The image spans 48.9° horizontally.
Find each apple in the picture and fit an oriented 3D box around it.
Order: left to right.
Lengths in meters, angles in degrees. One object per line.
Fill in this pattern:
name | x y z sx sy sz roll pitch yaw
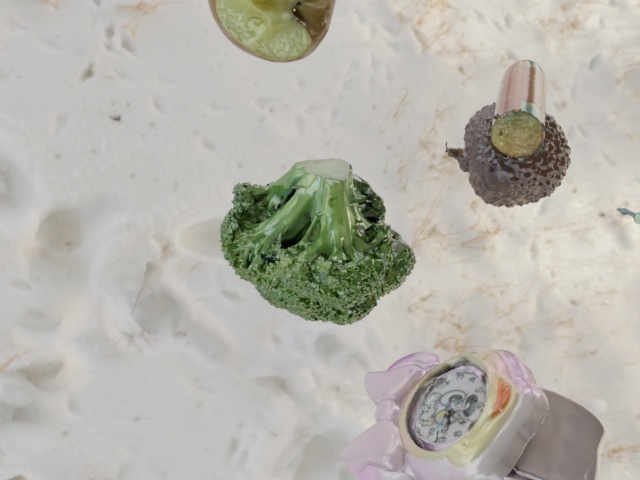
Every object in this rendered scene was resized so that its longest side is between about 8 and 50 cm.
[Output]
apple | -0.064 -0.356 0.996 0.173 0.195 0.160 12 40 3

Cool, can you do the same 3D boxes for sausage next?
sausage | 0.298 -0.205 1.041 0.083 0.083 0.264 38 35 -7

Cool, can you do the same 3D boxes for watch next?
watch | 0.182 0.249 0.794 0.217 0.248 0.210 44 50 -24

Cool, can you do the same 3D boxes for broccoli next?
broccoli | -0.009 -0.002 1.329 0.310 0.321 0.413 61 25 -20

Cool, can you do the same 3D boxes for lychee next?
lychee | 0.459 -0.212 1.733 0.300 0.264 0.264 5 69 15

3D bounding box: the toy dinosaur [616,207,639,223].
toy dinosaur | 0.703 -0.005 1.389 0.144 0.329 0.076 -4 112 -40
